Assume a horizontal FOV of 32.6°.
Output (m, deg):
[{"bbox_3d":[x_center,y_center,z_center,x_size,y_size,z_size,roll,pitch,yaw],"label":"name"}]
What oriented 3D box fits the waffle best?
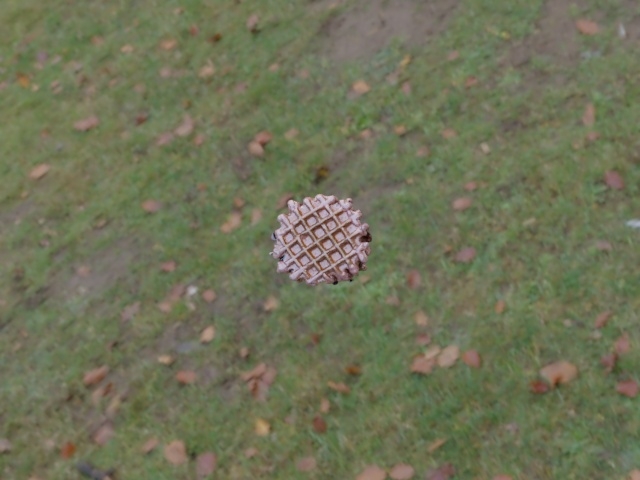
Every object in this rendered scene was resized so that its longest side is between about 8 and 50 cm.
[{"bbox_3d":[0.000,0.000,0.893,0.083,0.029,0.075,3,86,7],"label":"waffle"}]
